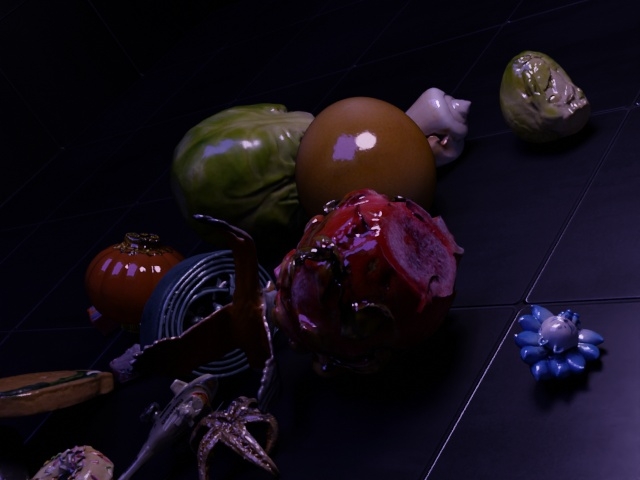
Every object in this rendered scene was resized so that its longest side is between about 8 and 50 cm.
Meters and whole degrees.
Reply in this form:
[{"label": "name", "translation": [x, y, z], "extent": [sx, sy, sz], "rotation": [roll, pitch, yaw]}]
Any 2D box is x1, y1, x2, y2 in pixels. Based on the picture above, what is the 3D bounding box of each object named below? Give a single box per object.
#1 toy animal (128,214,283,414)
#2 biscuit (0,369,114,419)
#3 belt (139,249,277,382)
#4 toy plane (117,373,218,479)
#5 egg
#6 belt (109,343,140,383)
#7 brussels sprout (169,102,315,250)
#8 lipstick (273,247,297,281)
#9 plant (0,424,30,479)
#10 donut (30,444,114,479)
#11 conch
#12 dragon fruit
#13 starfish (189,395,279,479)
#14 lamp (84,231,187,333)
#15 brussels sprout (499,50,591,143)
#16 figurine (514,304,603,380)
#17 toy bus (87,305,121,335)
[{"label": "toy animal", "translation": [-0.129, 0.087, 1.586], "extent": [0.225, 0.284, 0.302], "rotation": [10, 10, 21]}, {"label": "biscuit", "translation": [-0.552, 0.277, 1.853], "extent": [0.287, 0.057, 0.344], "rotation": [-7, -2, 18]}, {"label": "belt", "translation": [-0.190, 0.135, 1.712], "extent": [0.267, 0.206, 0.116], "rotation": [-40, 17, -36]}, {"label": "toy plane", "translation": [-0.258, 0.319, 1.582], "extent": [0.286, 0.092, 0.108], "rotation": [-46, 7, -19]}, {"label": "egg", "translation": [0.077, -0.126, 1.813], "extent": [0.250, 0.250, 0.322], "rotation": [-30, 34, 9]}, {"label": "belt", "translation": [-0.294, 0.213, 1.898], "extent": [0.232, 0.053, 0.071], "rotation": [-18, 35, 31]}, {"label": "brussels sprout", "translation": [-0.133, -0.137, 2.068], "extent": [0.354, 0.289, 0.281], "rotation": [-28, 36, -17]}, {"label": "lipstick", "translation": [0.000, 0.000, 1.945], "extent": [0.234, 0.053, 0.053], "rotation": [-44, 26, -9]}, {"label": "plant", "translation": [-0.604, 0.405, 1.786], "extent": [0.256, 0.142, 0.164], "rotation": [29, 96, 48]}, {"label": "donut", "translation": [-0.423, 0.410, 1.677], "extent": [0.174, 0.068, 0.174], "rotation": [-28, 24, 14]}, {"label": "conch", "translation": [0.205, -0.189, 1.979], "extent": [0.255, 0.127, 0.158], "rotation": [-41, 45, 43]}, {"label": "dragon fruit", "translation": [0.050, 0.078, 1.490], "extent": [0.291, 0.250, 0.269], "rotation": [-34, 12, 38]}, {"label": "starfish", "translation": [-0.129, 0.306, 1.506], "extent": [0.146, 0.074, 0.190], "rotation": [-34, 25, -15]}, {"label": "lamp", "translation": [-0.361, 0.084, 2.042], "extent": [0.223, 0.197, 0.223], "rotation": [4, 13, -1]}, {"label": "brussels sprout", "translation": [0.392, -0.246, 1.796], "extent": [0.131, 0.145, 0.183], "rotation": [-17, 62, -23]}, {"label": "figurine", "translation": [0.293, 0.136, 1.281], "extent": [0.114, 0.079, 0.114], "rotation": [6, 49, -7]}, {"label": "toy bus", "translation": [-0.409, 0.126, 2.191], "extent": [0.192, 0.065, 0.077], "rotation": [-34, 35, 0]}]
